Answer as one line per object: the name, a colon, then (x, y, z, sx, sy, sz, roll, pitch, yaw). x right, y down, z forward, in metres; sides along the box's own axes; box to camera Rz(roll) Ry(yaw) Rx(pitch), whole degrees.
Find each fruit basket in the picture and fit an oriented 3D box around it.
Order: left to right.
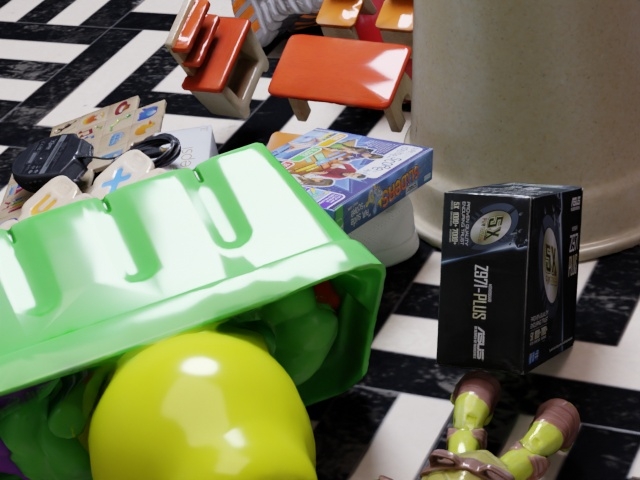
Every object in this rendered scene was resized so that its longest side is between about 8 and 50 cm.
fruit basket: (-0.110, 0.135, 1.204, 0.392, 0.283, 0.392, 2, 60, -3)

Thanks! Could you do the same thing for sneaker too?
sneaker: (0.000, 0.000, 1.510, 0.212, 0.094, 0.080, -26, 35, -26)
sneaker: (0.015, -0.351, 1.938, 0.180, 0.125, 0.321, -21, 1, -25)

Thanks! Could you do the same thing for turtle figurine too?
turtle figurine: (0.106, 0.191, 1.184, 0.269, 0.087, 0.217, 6, 35, 24)

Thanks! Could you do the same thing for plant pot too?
plant pot: (0.220, -0.191, 1.553, 0.333, 0.305, 0.334, -7, 32, 5)

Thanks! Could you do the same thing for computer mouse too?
computer mouse: (-0.246, -0.084, 1.681, 0.242, 0.041, 0.071, -1, 48, 36)

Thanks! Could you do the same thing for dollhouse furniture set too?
dollhouse furniture set: (-0.027, -0.192, 1.681, 0.259, 0.135, 0.262, 9, 64, 26)

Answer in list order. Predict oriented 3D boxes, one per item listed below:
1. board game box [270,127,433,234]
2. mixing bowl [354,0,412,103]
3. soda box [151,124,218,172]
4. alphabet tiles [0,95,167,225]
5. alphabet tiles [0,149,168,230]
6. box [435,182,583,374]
board game box: (0.004, -0.057, 1.459, 0.136, 0.035, 0.201, 13, 25, 28)
mixing bowl: (0.101, -0.228, 1.839, 0.181, 0.098, 0.181, -8, 31, 5)
soda box: (-0.147, -0.040, 1.632, 0.069, 0.074, 0.216, -8, 32, 3)
alphabet tiles: (-0.277, -0.094, 1.776, 0.198, 0.009, 0.237, -19, 30, 12)
alphabet tiles: (-0.247, 0.030, 1.522, 0.278, 0.021, 0.284, -44, 41, -11)
box: (0.166, 0.027, 1.311, 0.077, 0.147, 0.180, 4, 6, 23)
